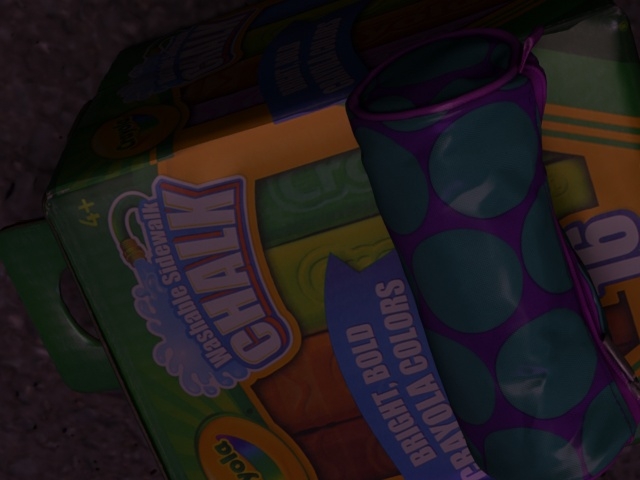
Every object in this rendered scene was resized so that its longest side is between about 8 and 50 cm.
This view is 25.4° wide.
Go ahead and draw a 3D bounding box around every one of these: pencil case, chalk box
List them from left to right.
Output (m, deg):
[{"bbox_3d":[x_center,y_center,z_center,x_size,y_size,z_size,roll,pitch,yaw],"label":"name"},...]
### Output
[{"bbox_3d":[0.000,0.000,0.613,0.289,0.179,0.180,-18,113,10],"label":"chalk box"},{"bbox_3d":[0.062,0.007,0.481,0.070,0.064,0.152,-12,115,26],"label":"pencil case"}]
